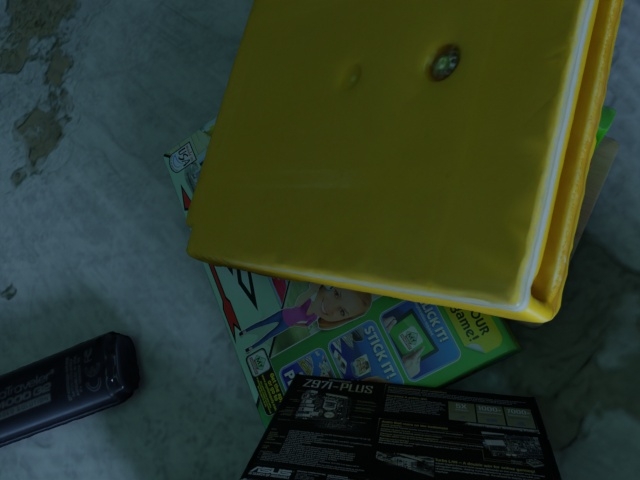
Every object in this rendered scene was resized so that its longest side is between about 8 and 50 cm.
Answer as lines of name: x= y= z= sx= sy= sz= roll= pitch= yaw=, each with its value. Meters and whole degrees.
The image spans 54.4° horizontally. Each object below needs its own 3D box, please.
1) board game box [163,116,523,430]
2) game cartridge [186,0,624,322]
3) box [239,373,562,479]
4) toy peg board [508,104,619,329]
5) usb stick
board game box: x=0.000 y=0.000 z=0.548 sx=0.214 sy=0.046 sz=0.317 roll=-32 pitch=68 yaw=16
game cartridge: x=0.036 y=-0.105 z=0.445 sx=0.324 sy=0.053 sz=0.285 roll=6 pitch=77 yaw=48
box: x=0.053 y=0.158 z=0.402 sx=0.180 sy=0.147 sz=0.077 roll=3 pitch=103 yaw=9
toy peg board: x=0.117 y=-0.048 z=0.450 sx=0.161 sy=0.079 sz=0.160 roll=25 pitch=75 yaw=16
usb stick: x=-0.309 y=0.169 z=0.654 sx=0.278 sy=0.045 sz=0.077 roll=-23 pitch=63 yaw=19
